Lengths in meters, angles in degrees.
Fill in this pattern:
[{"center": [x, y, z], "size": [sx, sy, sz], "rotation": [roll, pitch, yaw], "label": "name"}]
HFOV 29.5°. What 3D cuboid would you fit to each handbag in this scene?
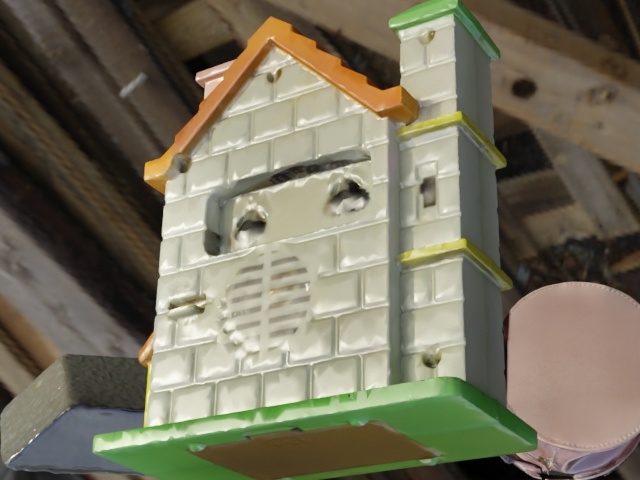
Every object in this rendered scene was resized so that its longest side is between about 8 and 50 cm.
[{"center": [0.256, 0.147, 1.246], "size": [0.179, 0.205, 0.116], "rotation": [1, 143, 10], "label": "handbag"}]

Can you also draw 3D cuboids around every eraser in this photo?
[{"center": [-0.129, 0.175, 1.188], "size": [0.352, 0.111, 0.077], "rotation": [6, 109, -19], "label": "eraser"}]

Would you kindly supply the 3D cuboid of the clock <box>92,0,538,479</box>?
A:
[{"center": [0.000, 0.000, 0.697], "size": [0.219, 0.255, 0.106], "rotation": [-13, 151, 29], "label": "clock"}]
